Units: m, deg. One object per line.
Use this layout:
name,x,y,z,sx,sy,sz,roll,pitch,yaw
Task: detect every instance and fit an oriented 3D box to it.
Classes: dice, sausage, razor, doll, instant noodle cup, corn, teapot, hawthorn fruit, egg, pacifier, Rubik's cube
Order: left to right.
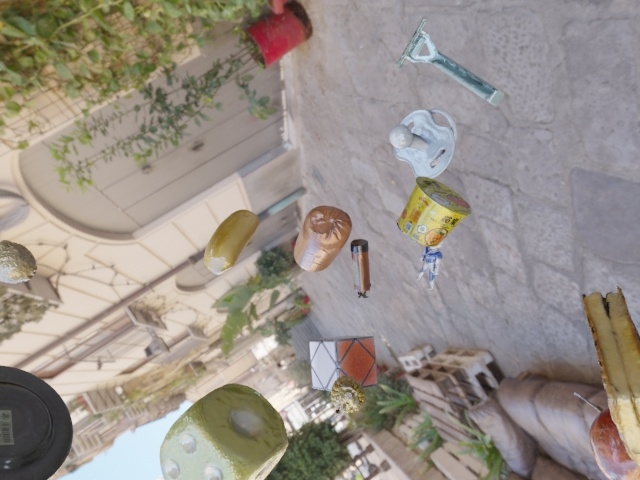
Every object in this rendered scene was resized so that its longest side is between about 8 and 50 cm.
teapot,-0.627,0.352,0.765,0.321,0.239,0.239,39,-166,-32
egg,-0.859,0.061,1.280,0.140,0.118,0.116,19,-171,22
dice,-0.177,0.385,0.848,0.166,0.169,0.169,42,-157,21
sausage,0.000,0.000,1.222,0.121,0.121,0.304,55,161,10
Rubik's cube,0.093,0.505,1.904,0.205,0.205,0.207,-15,77,55
corn,0.081,0.463,1.388,0.106,0.106,0.293,54,174,13
pacifier,0.338,-0.355,1.599,0.238,0.226,0.287,-57,49,32
instant noodle cup,0.316,-0.075,1.319,0.182,0.182,0.144,50,125,33
doll,0.421,0.067,1.750,0.114,0.057,0.227,-130,46,-55
razor,0.275,-0.358,0.956,0.056,0.111,0.278,3,-141,-43
hawthorn fruit,0.963,0.620,1.409,0.231,0.235,0.263,83,-169,-75

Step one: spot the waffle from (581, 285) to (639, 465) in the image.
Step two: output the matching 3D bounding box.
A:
waffle,0.633,0.269,0.949,0.213,0.091,0.308,57,-148,-22

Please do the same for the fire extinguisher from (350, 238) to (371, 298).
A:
fire extinguisher,0.113,0.085,1.247,0.050,0.062,0.177,7,114,29

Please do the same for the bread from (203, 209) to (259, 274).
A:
bread,-0.277,-0.003,1.386,0.098,0.217,0.147,38,144,-15
